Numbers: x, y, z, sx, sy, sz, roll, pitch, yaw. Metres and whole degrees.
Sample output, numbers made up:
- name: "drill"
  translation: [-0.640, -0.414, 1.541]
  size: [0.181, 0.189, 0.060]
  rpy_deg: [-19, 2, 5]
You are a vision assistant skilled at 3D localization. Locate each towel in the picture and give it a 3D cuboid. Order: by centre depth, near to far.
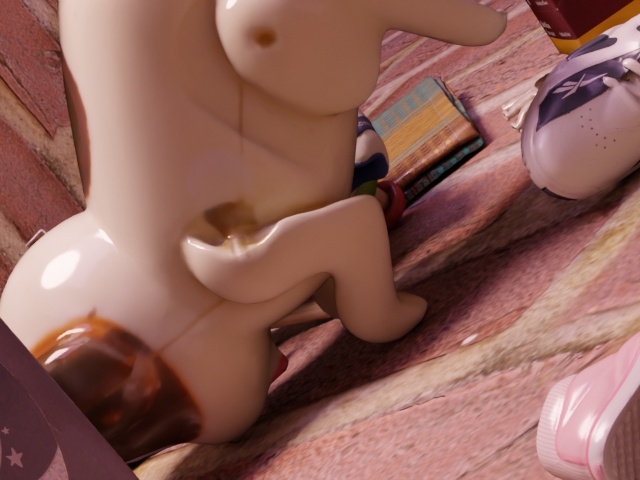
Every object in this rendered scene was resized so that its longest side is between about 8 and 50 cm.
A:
- name: "towel"
  translation: [0.042, -0.058, 1.850]
  size: [0.271, 0.040, 0.370]
  rpy_deg: [-39, 11, 6]

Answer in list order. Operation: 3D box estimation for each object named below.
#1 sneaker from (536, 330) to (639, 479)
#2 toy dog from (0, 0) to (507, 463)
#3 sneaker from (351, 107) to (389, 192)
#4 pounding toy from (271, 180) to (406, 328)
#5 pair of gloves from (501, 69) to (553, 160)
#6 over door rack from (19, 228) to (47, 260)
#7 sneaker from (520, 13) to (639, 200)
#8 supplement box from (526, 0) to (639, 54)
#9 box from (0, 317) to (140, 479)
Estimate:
- name: "sneaker"
  translation: [0.147, 0.060, 0.806]
  size: [0.134, 0.051, 0.070]
  rpy_deg: [-47, 17, -24]
- name: "toy dog"
  translation: [-0.095, -0.032, 1.287]
  size: [0.284, 0.395, 0.408]
  rpy_deg: [33, 105, 67]
- name: "sneaker"
  translation: [-0.064, -0.001, 1.496]
  size: [0.296, 0.131, 0.112]
  rpy_deg: [-53, -36, 13]
- name: "pounding toy"
  translation: [0.000, 0.000, 1.609]
  size: [0.183, 0.110, 0.237]
  rpy_deg: [-15, 52, 41]
- name: "pair of gloves"
  translation: [0.241, -0.141, 1.464]
  size: [0.204, 0.042, 0.240]
  rpy_deg: [-37, 10, 10]
- name: "over door rack"
  translation: [-0.381, 0.154, 2.140]
  size: [0.324, 0.108, 0.239]
  rpy_deg: [-60, 10, -1]
- name: "sneaker"
  translation: [0.244, -0.122, 1.185]
  size: [0.235, 0.094, 0.153]
  rpy_deg: [-31, -3, -23]
- name: "supplement box"
  translation: [0.236, -0.285, 1.478]
  size: [0.191, 0.194, 0.129]
  rpy_deg: [-34, 8, 3]
- name: "box"
  translation: [-0.226, 0.170, 1.095]
  size: [0.142, 0.247, 0.163]
  rpy_deg: [-31, 12, 44]
